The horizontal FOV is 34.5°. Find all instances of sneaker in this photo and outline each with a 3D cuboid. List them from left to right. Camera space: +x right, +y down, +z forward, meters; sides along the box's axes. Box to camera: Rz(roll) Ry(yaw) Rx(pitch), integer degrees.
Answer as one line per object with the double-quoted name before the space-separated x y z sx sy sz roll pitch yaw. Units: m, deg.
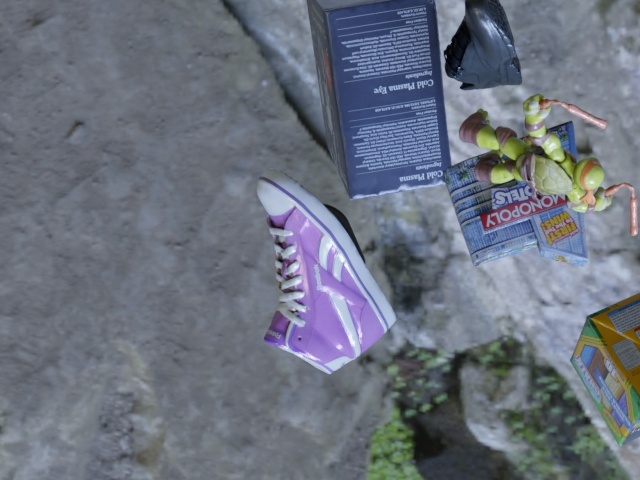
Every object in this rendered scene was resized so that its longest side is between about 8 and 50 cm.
"sneaker" -0.029 0.052 1.342 0.161 0.102 0.282 -39 108 -15
"sneaker" 0.273 -0.331 1.790 0.286 0.130 0.109 50 26 -64

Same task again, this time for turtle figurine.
"turtle figurine" 0.289 -0.090 1.330 0.269 0.217 0.087 44 75 -39

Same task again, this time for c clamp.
"c clamp" 0.000 0.000 1.505 0.137 0.022 0.160 7 45 -25

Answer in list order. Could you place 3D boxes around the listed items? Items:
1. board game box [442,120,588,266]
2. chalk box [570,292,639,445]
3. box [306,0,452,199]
"board game box" 0.291 -0.042 1.444 0.060 0.194 0.194 47 25 -75
"chalk box" 0.550 0.217 1.748 0.289 0.180 0.179 81 -15 -65
"box" 0.093 -0.274 1.759 0.179 0.343 0.312 -10 110 -2
